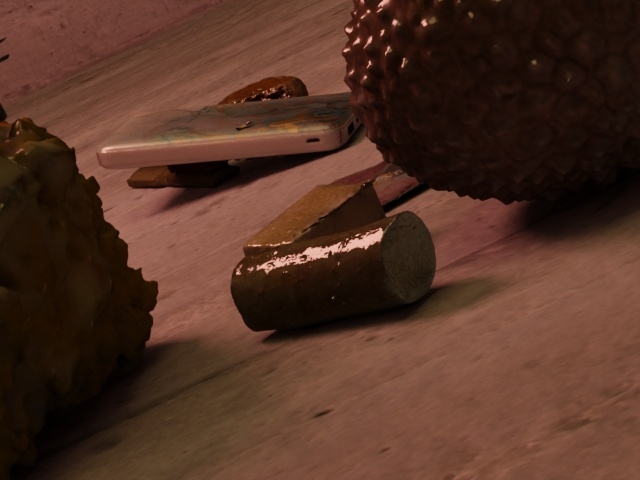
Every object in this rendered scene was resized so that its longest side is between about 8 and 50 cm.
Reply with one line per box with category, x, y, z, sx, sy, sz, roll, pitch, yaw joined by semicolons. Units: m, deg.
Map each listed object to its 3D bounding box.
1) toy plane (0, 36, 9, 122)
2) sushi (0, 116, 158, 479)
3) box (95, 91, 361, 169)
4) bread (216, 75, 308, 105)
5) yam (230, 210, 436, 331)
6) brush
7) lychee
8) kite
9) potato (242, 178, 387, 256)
toy plane;-0.371;-0.086;1.480;0.267;0.088;0.212;-18;13;18
sushi;-0.326;0.071;1.504;0.351;0.240;0.396;-15;19;29
box;-0.095;-0.120;2.136;0.285;0.044;0.142;-5;18;16
bread;-0.065;-0.155;2.294;0.113;0.060;0.082;-18;15;15
yam;0.009;0.028;1.460;0.169;0.068;0.068;-16;15;44
brush;-0.164;-0.084;2.246;0.043;0.036;0.248;-25;13;-24
lychee;0.162;-0.157;1.492;0.300;0.300;0.300;-23;13;6
kite;0.149;-0.105;1.824;0.360;0.022;0.204;-29;14;-5
potato;-0.001;0.001;1.591;0.086;0.061;0.122;-7;22;45
